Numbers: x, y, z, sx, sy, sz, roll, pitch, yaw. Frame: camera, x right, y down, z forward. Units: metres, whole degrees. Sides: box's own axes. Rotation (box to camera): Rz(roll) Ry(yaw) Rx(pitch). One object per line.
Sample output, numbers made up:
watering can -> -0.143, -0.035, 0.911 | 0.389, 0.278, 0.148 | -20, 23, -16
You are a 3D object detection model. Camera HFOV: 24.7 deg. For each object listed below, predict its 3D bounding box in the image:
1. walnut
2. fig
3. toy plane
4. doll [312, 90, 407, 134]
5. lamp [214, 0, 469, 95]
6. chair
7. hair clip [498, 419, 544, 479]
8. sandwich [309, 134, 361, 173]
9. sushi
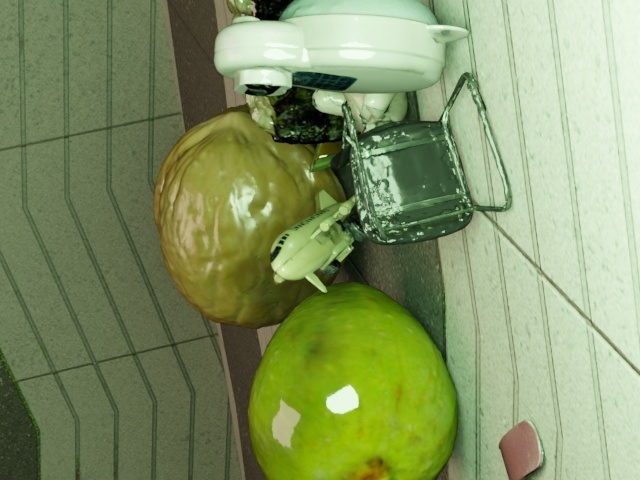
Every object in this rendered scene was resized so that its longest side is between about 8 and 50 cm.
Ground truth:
walnut -> -0.103, -0.040, 2.145 | 0.333, 0.332, 0.333 | 167, 90, -79
fig -> 0.033, 0.182, 1.793 | 0.326, 0.258, 0.258 | -96, 2, -49
toy plane -> 0.000, 0.000, 1.857 | 0.092, 0.229, 0.244 | 42, -151, -4
doll -> 0.053, -0.200, 1.657 | 0.149, 0.095, 0.192 | 40, 145, 44
lamp -> 0.015, -0.202, 1.463 | 0.179, 0.246, 0.108 | 149, 118, -78
chair -> 0.091, -0.068, 1.513 | 0.221, 0.140, 0.145 | 131, 125, -79
hair clip -> 0.210, 0.232, 1.551 | 0.137, 0.022, 0.054 | 104, 154, -66
sandwich -> 0.009, -0.159, 1.965 | 0.074, 0.074, 0.116 | 120, 136, -73
sushi -> -0.030, -0.283, 1.781 | 0.211, 0.170, 0.350 | -126, 26, -67
